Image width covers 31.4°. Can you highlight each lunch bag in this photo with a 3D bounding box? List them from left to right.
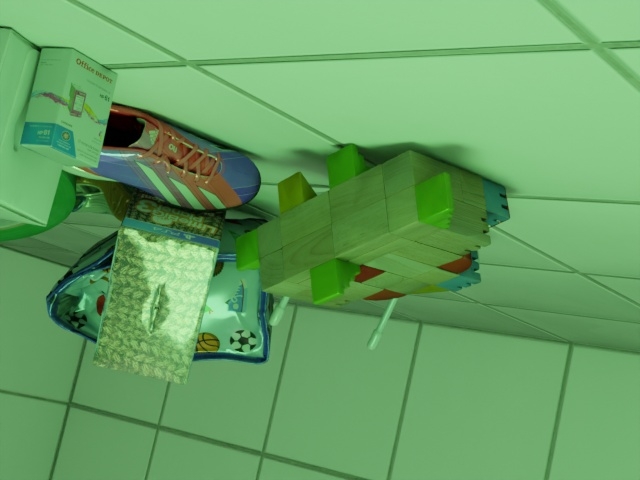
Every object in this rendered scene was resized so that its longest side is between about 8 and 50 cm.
[{"bbox_3d":[-0.280,0.074,2.070,0.385,0.239,0.328,-1,-169,0],"label":"lunch bag"}]

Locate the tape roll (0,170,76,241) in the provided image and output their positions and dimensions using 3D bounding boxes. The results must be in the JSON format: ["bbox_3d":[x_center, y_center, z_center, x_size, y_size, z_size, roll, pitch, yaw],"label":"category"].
[{"bbox_3d":[-0.553,-0.102,1.819,0.321,0.077,0.321,-5,153,-2],"label":"tape roll"}]

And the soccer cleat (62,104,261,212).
[{"bbox_3d":[-0.221,-0.119,1.579,0.318,0.109,0.116,15,157,-21],"label":"soccer cleat"}]

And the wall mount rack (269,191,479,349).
[{"bbox_3d":[0.083,0.050,1.873,0.350,0.130,0.304,17,146,-28],"label":"wall mount rack"}]

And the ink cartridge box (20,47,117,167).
[{"bbox_3d":[-0.298,-0.158,1.355,0.052,0.122,0.088,3,168,29],"label":"ink cartridge box"}]

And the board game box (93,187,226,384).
[{"bbox_3d":[-0.233,0.034,1.726,0.141,0.232,0.291,13,-155,-6],"label":"board game box"}]

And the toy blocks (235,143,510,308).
[{"bbox_3d":[0.107,0.004,1.549,0.261,0.191,0.381,15,150,-42],"label":"toy blocks"}]

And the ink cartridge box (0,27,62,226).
[{"bbox_3d":[-0.472,-0.150,1.399,0.270,0.198,0.197,11,170,16],"label":"ink cartridge box"}]

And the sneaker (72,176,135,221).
[{"bbox_3d":[-0.343,-0.090,1.990,0.296,0.112,0.131,12,-171,15],"label":"sneaker"}]
